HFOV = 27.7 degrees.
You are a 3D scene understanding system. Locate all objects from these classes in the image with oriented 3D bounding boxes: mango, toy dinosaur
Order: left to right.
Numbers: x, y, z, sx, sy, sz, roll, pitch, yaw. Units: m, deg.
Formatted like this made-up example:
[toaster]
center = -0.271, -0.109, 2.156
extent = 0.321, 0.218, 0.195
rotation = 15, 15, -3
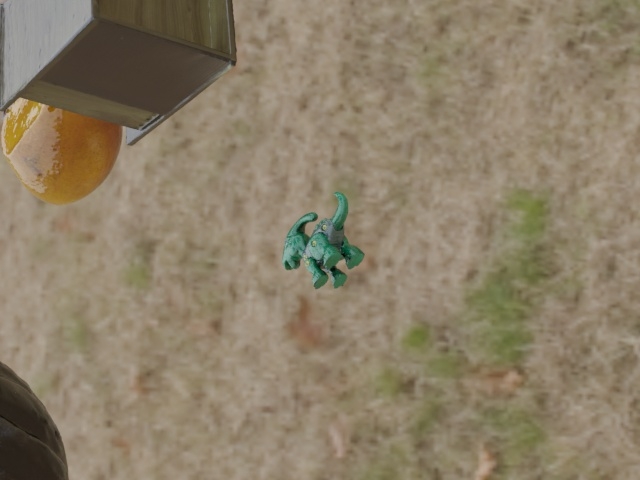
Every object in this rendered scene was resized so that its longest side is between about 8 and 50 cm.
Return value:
[mango]
center = -0.339, -0.140, 1.701
extent = 0.252, 0.154, 0.126
rotation = 108, 156, -43
[toy dinosaur]
center = 0.000, 0.000, 1.550
extent = 0.096, 0.059, 0.132
rotation = 51, 124, 34

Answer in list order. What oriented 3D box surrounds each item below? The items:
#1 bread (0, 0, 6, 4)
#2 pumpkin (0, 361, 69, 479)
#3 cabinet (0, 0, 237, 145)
[bread]
center = -0.377, -0.393, 1.848
extent = 0.333, 0.323, 0.143
rotation = 8, 103, 34
[pumpkin]
center = -0.384, 0.250, 1.125
extent = 0.363, 0.266, 0.363
rotation = -27, 49, 36
[cabinet]
center = -0.226, -0.228, 1.410
extent = 0.215, 0.174, 0.148
rotation = -31, 56, 45
